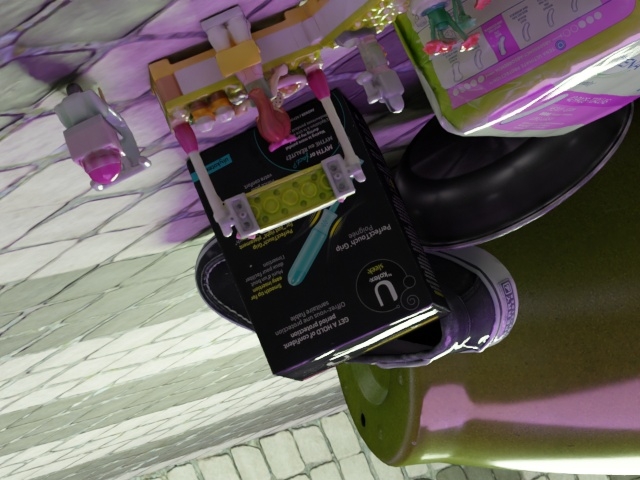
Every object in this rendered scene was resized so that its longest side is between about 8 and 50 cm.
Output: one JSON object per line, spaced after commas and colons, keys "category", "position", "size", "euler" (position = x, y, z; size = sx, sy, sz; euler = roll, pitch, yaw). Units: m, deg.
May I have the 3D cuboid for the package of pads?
{"category": "package of pads", "position": [0.207, -0.162, 1.156], "size": [0.297, 0.101, 0.229], "euler": [-28, 171, 21]}

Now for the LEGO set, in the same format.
{"category": "LEGO set", "position": [0.008, -0.086, 1.070], "size": [0.287, 0.107, 0.132], "euler": [-26, 170, 15]}

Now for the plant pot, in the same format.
{"category": "plant pot", "position": [0.199, 0.047, 1.686], "size": [0.353, 0.366, 0.366], "euler": [-8, 167, -15]}

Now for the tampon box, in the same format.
{"category": "tampon box", "position": [0.000, 0.000, 1.363], "size": [0.120, 0.161, 0.101], "euler": [-24, 170, 8]}

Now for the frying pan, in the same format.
{"category": "frying pan", "position": [0.186, -0.098, 1.421], "size": [0.326, 0.053, 0.197], "euler": [-30, -155, 10]}

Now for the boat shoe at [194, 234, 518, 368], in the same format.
{"category": "boat shoe", "position": [0.001, 0.044, 1.510], "size": [0.301, 0.108, 0.102], "euler": [10, -159, 39]}
